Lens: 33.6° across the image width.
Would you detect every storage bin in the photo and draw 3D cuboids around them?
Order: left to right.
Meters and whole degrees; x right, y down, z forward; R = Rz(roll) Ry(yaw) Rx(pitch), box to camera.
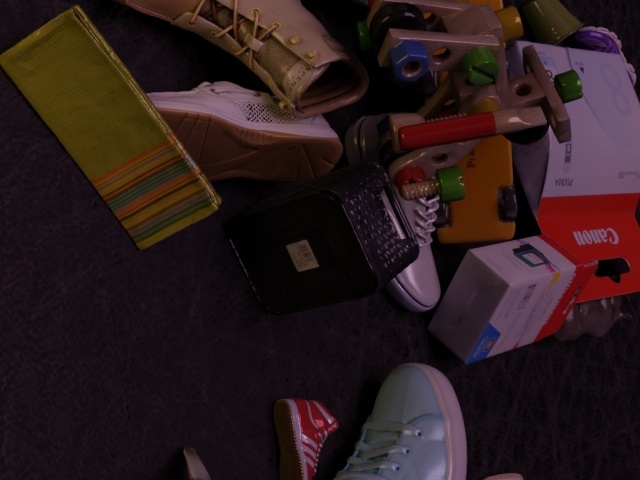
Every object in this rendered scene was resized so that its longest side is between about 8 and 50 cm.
[{"bbox_3d":[0.000,0.000,1.138,0.084,0.180,0.122,-35,104,-44],"label":"storage bin"}]

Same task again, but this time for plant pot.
[{"bbox_3d":[0.362,-0.352,1.687,0.079,0.083,0.083,54,46,-3],"label":"plant pot"}]

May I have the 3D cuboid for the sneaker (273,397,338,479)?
[{"bbox_3d":[-0.012,0.231,1.163,0.067,0.042,0.118,4,74,-42],"label":"sneaker"}]

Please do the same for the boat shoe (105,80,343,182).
[{"bbox_3d":[-0.110,-0.123,1.136,0.277,0.098,0.096,5,48,-37],"label":"boat shoe"}]

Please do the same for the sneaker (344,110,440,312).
[{"bbox_3d":[0.105,-0.036,1.319,0.094,0.091,0.258,-23,96,-46],"label":"sneaker"}]

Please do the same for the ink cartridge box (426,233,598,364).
[{"bbox_3d":[0.261,0.072,1.411,0.231,0.134,0.078,-9,42,-47],"label":"ink cartridge box"}]

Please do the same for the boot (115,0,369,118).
[{"bbox_3d":[-0.082,-0.222,1.118,0.262,0.095,0.203,1,44,-50],"label":"boot"}]

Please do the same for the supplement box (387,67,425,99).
[{"bbox_3d":[0.133,-0.231,1.436,0.083,0.043,0.055,19,68,-42],"label":"supplement box"}]

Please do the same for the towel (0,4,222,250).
[{"bbox_3d":[-0.202,-0.103,1.024,0.237,0.102,0.021,55,16,-20],"label":"towel"}]

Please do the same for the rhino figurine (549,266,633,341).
[{"bbox_3d":[0.398,0.095,1.595,0.243,0.073,0.106,-1,74,-45],"label":"rhino figurine"}]

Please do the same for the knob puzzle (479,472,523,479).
[{"bbox_3d":[0.244,0.393,1.388,0.213,0.030,0.213,15,69,-42],"label":"knob puzzle"}]

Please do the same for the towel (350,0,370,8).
[{"bbox_3d":[0.003,-0.417,1.296,0.370,0.040,0.271,5,66,-53],"label":"towel"}]

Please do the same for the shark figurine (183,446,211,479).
[{"bbox_3d":[-0.075,0.309,1.036,0.278,0.166,0.116,33,93,-25],"label":"shark figurine"}]

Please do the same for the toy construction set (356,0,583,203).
[{"bbox_3d":[0.178,-0.161,1.129,0.309,0.237,0.257,-101,-178,-63],"label":"toy construction set"}]

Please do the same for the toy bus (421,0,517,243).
[{"bbox_3d":[0.188,-0.166,1.364,0.130,0.108,0.332,-80,163,-64],"label":"toy bus"}]

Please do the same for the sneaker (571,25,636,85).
[{"bbox_3d":[0.481,-0.296,1.794,0.170,0.068,0.071,42,58,-30],"label":"sneaker"}]

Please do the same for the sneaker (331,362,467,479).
[{"bbox_3d":[0.058,0.288,1.150,0.150,0.135,0.366,37,55,-40],"label":"sneaker"}]

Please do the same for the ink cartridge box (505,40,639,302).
[{"bbox_3d":[0.418,-0.110,1.613,0.308,0.091,0.385,-4,70,-47],"label":"ink cartridge box"}]
